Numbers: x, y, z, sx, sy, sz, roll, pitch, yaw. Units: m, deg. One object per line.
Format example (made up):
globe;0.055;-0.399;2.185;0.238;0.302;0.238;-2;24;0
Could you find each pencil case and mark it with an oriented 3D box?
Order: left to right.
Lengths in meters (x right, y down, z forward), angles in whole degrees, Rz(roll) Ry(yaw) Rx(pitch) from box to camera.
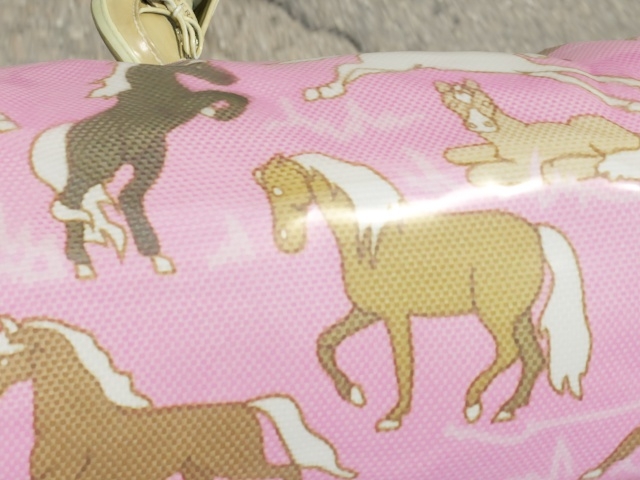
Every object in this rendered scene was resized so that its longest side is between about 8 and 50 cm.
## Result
pencil case;0.013;0.019;0.517;0.386;0.167;0.160;-6;118;-17

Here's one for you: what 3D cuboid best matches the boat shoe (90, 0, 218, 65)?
boat shoe;-0.076;-0.118;0.966;0.048;0.153;0.056;-30;104;15
